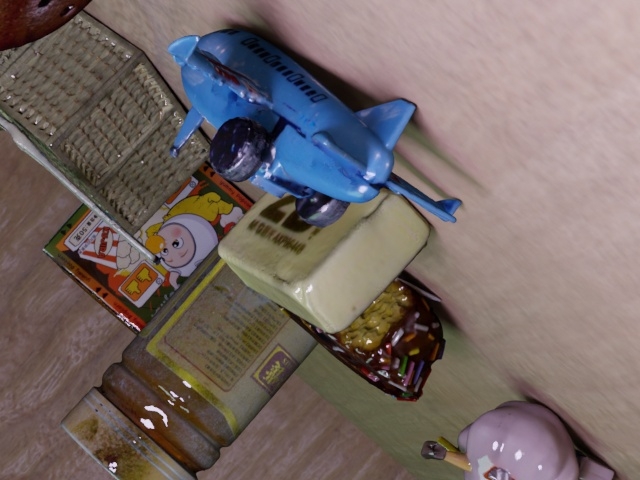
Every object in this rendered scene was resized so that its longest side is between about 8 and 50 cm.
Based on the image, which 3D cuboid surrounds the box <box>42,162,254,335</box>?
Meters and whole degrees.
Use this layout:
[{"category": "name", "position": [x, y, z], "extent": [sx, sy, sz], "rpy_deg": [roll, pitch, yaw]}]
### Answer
[{"category": "box", "position": [-0.180, 0.005, 1.911], "extent": [0.177, 0.195, 0.148], "rpy_deg": [40, 173, 8]}]

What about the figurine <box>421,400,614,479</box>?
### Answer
[{"category": "figurine", "position": [0.208, 0.220, 1.606], "extent": [0.229, 0.112, 0.137], "rpy_deg": [30, -174, -31]}]

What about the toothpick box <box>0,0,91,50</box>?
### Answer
[{"category": "toothpick box", "position": [-0.234, -0.238, 0.927], "extent": [0.294, 0.192, 0.192], "rpy_deg": [45, 173, 9]}]

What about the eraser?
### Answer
[{"category": "eraser", "position": [0.000, 0.000, 1.338], "extent": [0.058, 0.117, 0.172], "rpy_deg": [50, 169, -27]}]

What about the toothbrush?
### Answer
[{"category": "toothbrush", "position": [-0.260, -0.072, 1.569], "extent": [0.294, 0.028, 0.026], "rpy_deg": [37, 171, 2]}]

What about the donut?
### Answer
[{"category": "donut", "position": [0.026, 0.053, 1.579], "extent": [0.230, 0.096, 0.216], "rpy_deg": [38, 174, 20]}]

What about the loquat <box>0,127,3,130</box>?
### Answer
[{"category": "loquat", "position": [-0.398, -0.211, 1.983], "extent": [0.195, 0.152, 0.152], "rpy_deg": [52, 169, -17]}]

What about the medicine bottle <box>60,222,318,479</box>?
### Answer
[{"category": "medicine bottle", "position": [-0.112, 0.121, 1.764], "extent": [0.151, 0.322, 0.151], "rpy_deg": [40, 172, 7]}]

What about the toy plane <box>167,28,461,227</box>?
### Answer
[{"category": "toy plane", "position": [-0.027, -0.079, 1.120], "extent": [0.254, 0.105, 0.271], "rpy_deg": [29, 177, -39]}]

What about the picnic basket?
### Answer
[{"category": "picnic basket", "position": [-0.231, -0.128, 1.675], "extent": [0.154, 0.134, 0.196], "rpy_deg": [38, 172, 32]}]
